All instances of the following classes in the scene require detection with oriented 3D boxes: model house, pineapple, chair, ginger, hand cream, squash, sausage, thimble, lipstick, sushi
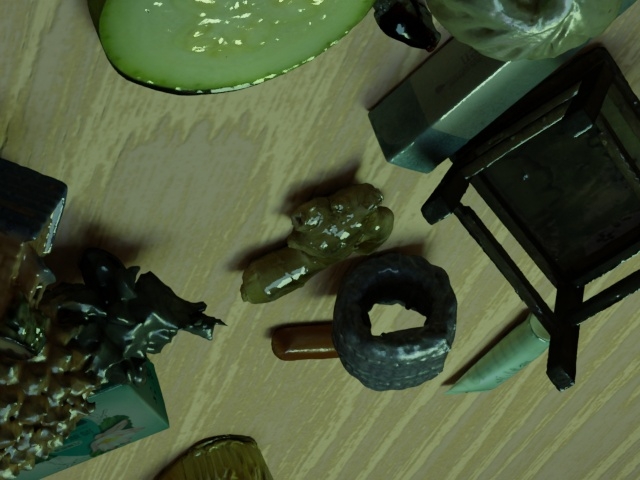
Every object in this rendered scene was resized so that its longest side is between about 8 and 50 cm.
[{"bbox_3d":[-0.303,0.003,1.437,0.166,0.172,0.183,17,168,1],"label":"model house"},{"bbox_3d":[-0.276,0.111,1.624,0.357,0.223,0.223,-25,153,-14],"label":"pineapple"},{"bbox_3d":[0.273,-0.069,1.676,0.203,0.416,0.240,-34,103,24],"label":"chair"},{"bbox_3d":[-0.009,0.001,1.729,0.214,0.059,0.133,-27,158,16],"label":"ginger"},{"bbox_3d":[0.250,0.164,2.172,0.078,0.050,0.205,-2,151,-33],"label":"hand cream"},{"bbox_3d":[-0.071,-0.212,1.342,0.252,0.049,0.252,-16,153,-8],"label":"squash"},{"bbox_3d":[-0.002,0.124,1.957,0.131,0.039,0.041,0,153,-29],"label":"sausage"},{"bbox_3d":[0.086,0.094,1.850,0.150,0.150,0.098,-13,149,-12],"label":"thimble"},{"bbox_3d":[0.181,-0.182,1.518,0.068,0.066,0.317,14,137,-45],"label":"lipstick"},{"bbox_3d":[0.083,-0.199,1.450,0.044,0.046,0.083,-35,147,25],"label":"sushi"}]

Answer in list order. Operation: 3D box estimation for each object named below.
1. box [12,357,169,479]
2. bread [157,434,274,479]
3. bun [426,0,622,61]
[{"bbox_3d":[-0.315,0.196,1.834,0.245,0.092,0.153,-23,151,5],"label":"box"},{"bbox_3d":[-0.148,0.354,2.194,0.132,0.114,0.190,9,135,-37],"label":"bread"},{"bbox_3d":[0.177,-0.234,1.336,0.178,0.128,0.193,4,139,-3],"label":"bun"}]
